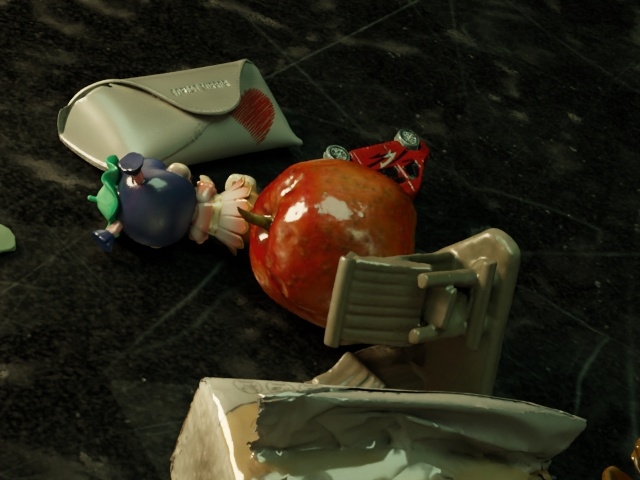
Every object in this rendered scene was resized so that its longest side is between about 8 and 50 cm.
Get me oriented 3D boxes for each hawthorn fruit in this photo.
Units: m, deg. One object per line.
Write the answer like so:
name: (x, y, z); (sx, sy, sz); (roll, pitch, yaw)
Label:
hawthorn fruit: (0.000, 0.000, 1.478); (0.200, 0.179, 0.179); (15, 32, -34)

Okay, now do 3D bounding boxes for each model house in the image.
model house: (0.076, 0.090, 1.370); (0.188, 0.229, 0.122); (-2, 23, -37)

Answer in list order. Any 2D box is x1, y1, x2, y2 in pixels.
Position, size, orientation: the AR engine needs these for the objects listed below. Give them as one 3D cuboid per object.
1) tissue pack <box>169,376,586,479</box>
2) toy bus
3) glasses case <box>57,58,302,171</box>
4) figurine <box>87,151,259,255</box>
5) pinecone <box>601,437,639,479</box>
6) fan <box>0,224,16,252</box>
tissue pack: (0.055, 0.206, 1.194); (0.305, 0.238, 0.238); (6, 37, -22)
toy bus: (0.063, -0.066, 1.701); (0.195, 0.081, 0.089); (-16, 59, -43)
glasses case: (-0.153, -0.147, 1.683); (0.308, 0.083, 0.128); (-16, 49, -42)
figurine: (-0.150, -0.043, 1.522); (0.195, 0.111, 0.102); (5, 17, -23)
pinecone: (0.323, 0.285, 1.224); (0.264, 0.264, 0.264); (15, 35, -11)
fan: (-0.381, 0.019, 1.392); (0.038, 0.016, 0.193); (42, 38, 23)
